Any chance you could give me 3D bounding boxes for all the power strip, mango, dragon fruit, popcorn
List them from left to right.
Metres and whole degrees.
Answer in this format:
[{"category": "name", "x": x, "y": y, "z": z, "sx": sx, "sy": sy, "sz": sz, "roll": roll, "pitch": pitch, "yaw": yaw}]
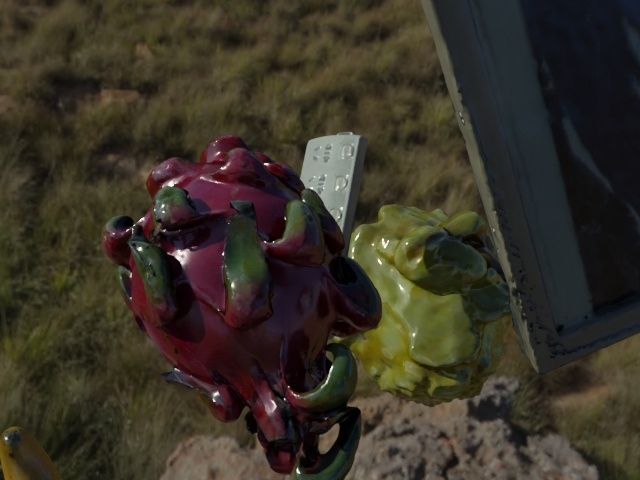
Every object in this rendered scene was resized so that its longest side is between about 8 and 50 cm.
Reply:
[{"category": "mango", "x": -0.420, "y": 0.357, "z": 1.282, "sx": 0.075, "sy": 0.190, "sz": 0.098, "roll": -24, "pitch": 10, "yaw": -15}, {"category": "dragon fruit", "x": -0.048, "y": 0.050, "z": 0.702, "sx": 0.273, "sy": 0.218, "sz": 0.198, "roll": 54, "pitch": 42, "yaw": 0}, {"category": "power strip", "x": 0.000, "y": 0.000, "z": 0.855, "sx": 0.060, "sy": 0.027, "sz": 0.253, "roll": -1, "pitch": 65, "yaw": 27}, {"category": "popcorn", "x": 0.120, "y": 0.074, "z": 1.050, "sx": 0.195, "sy": 0.255, "sz": 0.256, "roll": 15, "pitch": 53, "yaw": -38}]

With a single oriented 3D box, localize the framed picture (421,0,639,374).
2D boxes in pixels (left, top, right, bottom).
[{"category": "framed picture", "x": 0.166, "y": -0.114, "z": 0.377, "sx": 0.247, "sy": 0.335, "sz": 0.022, "roll": -22, "pitch": 30, "yaw": 0}]
